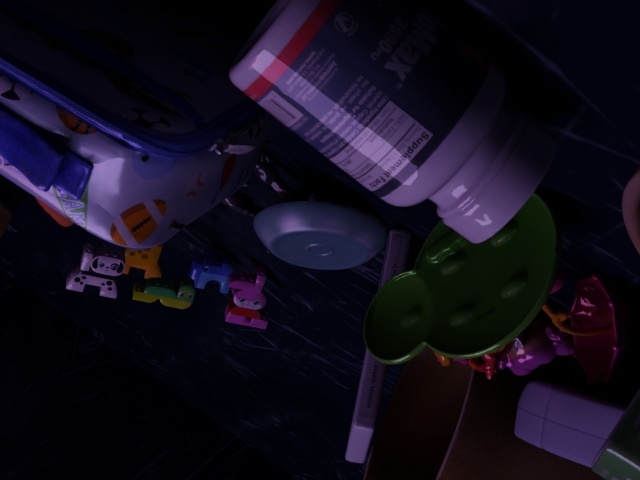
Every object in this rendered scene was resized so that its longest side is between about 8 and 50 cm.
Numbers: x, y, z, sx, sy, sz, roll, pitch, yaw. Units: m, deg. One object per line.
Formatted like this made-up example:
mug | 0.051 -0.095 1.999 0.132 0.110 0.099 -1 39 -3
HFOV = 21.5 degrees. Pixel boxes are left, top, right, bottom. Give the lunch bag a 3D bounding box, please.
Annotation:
lunch bag | -0.176 -0.120 1.165 0.303 0.115 0.243 31 -154 11

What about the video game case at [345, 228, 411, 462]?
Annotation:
video game case | 0.050 0.097 1.480 0.022 0.173 0.190 11 164 2

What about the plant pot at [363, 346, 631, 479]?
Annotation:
plant pot | 0.193 0.199 1.427 0.254 0.237 0.237 22 169 -11

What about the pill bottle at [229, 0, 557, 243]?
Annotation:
pill bottle | 0.047 -0.084 0.997 0.180 0.108 0.108 37 166 -10

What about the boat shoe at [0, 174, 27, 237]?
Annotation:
boat shoe | -0.496 -0.193 1.843 0.500 0.156 0.187 45 173 10

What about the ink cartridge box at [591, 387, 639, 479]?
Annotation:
ink cartridge box | 0.297 0.126 0.997 0.219 0.160 0.092 33 166 12

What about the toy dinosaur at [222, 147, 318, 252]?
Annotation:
toy dinosaur | -0.070 -0.053 1.496 0.118 0.064 0.268 38 171 2

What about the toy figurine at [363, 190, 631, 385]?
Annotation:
toy figurine | 0.146 0.061 1.207 0.173 0.130 0.159 -33 135 29

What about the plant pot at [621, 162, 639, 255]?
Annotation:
plant pot | 0.264 -0.001 0.757 0.237 0.109 0.237 33 165 10

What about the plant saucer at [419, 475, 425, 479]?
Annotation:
plant saucer | 0.176 0.229 1.550 0.241 0.241 0.037 31 139 16

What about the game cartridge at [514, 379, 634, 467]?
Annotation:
game cartridge | 0.280 0.154 1.200 0.196 0.060 0.294 8 -178 -30

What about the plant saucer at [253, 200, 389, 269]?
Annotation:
plant saucer | 0.000 0.000 1.456 0.119 0.021 0.119 5 157 2

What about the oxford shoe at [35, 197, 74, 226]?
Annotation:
oxford shoe | -0.245 -0.149 1.445 0.130 0.133 0.363 57 178 27

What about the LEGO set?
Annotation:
LEGO set | -0.160 0.016 1.873 0.227 0.093 0.087 12 -151 -15
